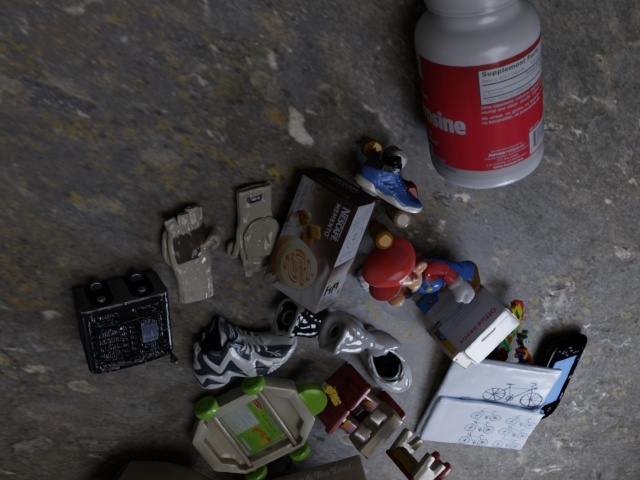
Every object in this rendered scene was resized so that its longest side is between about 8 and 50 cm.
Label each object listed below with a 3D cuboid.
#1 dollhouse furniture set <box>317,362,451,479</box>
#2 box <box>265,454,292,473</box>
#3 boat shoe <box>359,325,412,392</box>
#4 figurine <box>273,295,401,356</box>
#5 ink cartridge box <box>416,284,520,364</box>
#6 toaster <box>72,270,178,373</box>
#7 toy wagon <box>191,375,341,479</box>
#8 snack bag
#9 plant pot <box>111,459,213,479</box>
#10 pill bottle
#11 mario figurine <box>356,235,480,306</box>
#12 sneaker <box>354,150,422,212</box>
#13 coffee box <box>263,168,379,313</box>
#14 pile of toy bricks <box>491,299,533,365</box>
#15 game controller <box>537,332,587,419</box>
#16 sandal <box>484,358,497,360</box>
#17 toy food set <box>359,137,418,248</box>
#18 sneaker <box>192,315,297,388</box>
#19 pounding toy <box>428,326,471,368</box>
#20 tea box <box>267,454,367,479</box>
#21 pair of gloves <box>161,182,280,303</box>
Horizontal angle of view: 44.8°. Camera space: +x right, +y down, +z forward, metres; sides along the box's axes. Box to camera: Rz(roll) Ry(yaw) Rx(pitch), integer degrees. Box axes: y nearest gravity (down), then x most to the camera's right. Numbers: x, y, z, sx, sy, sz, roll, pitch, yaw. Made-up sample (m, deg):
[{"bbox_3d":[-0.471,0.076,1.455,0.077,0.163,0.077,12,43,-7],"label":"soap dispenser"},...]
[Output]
[{"bbox_3d":[0.150,0.477,1.833,0.152,0.374,0.201,-47,130,0],"label":"dollhouse furniture set"},{"bbox_3d":[-0.108,0.486,1.912,0.114,0.036,0.207,-1,121,-30],"label":"box"},{"bbox_3d":[0.169,0.312,1.917,0.096,0.088,0.267,-35,131,-5],"label":"boat shoe"},{"bbox_3d":[0.044,0.195,1.678,0.209,0.215,0.092,20,86,-49],"label":"figurine"},{"bbox_3d":[0.348,0.173,1.847,0.148,0.203,0.086,-46,131,6],"label":"ink cartridge box"},{"bbox_3d":[-0.374,0.159,1.486,0.168,0.110,0.185,-13,126,-21],"label":"toaster"},{"bbox_3d":[-0.118,0.414,1.791,0.344,0.068,0.267,-28,122,1],"label":"toy wagon"},{"bbox_3d":[0.462,0.445,2.113,0.323,0.037,0.342,10,127,-11],"label":"snack bag"},{"bbox_3d":[-0.387,0.596,1.705,0.191,0.284,0.284,41,98,-7],"label":"plant pot"},{"bbox_3d":[0.300,-0.319,1.466,0.229,0.229,0.407,-26,130,-12],"label":"pill bottle"},{"bbox_3d":[0.212,0.100,1.729,0.321,0.170,0.198,8,142,-44],"label":"mario figurine"},{"bbox_3d":[0.152,-0.119,1.537,0.152,0.058,0.084,29,110,-10],"label":"sneaker"},{"bbox_3d":[0.000,0.000,1.554,0.098,0.141,0.246,-20,137,-58],"label":"coffee box"},{"bbox_3d":[0.509,0.236,2.069,0.105,0.118,0.212,-53,129,-37],"label":"pile of toy bricks"},{"bbox_3d":[0.686,0.410,2.296,0.166,0.067,0.319,-3,123,-28],"label":"game controller"},{"bbox_3d":[0.469,0.365,2.152,0.219,0.060,0.090,18,106,-22],"label":"sandal"},{"bbox_3d":[0.135,-0.111,1.625,0.111,0.104,0.232,-15,110,-4],"label":"toy food set"},{"bbox_3d":[-0.166,0.216,1.654,0.235,0.094,0.153,-15,136,-8],"label":"sneaker"},{"bbox_3d":[0.361,0.235,1.939,0.130,0.141,0.100,-48,131,7],"label":"pounding toy"},{"bbox_3d":[-0.019,0.711,1.898,0.329,0.220,0.323,-16,146,0],"label":"tea box"},{"bbox_3d":[-0.194,0.002,1.529,0.240,0.042,0.204,-23,125,-19],"label":"pair of gloves"}]
